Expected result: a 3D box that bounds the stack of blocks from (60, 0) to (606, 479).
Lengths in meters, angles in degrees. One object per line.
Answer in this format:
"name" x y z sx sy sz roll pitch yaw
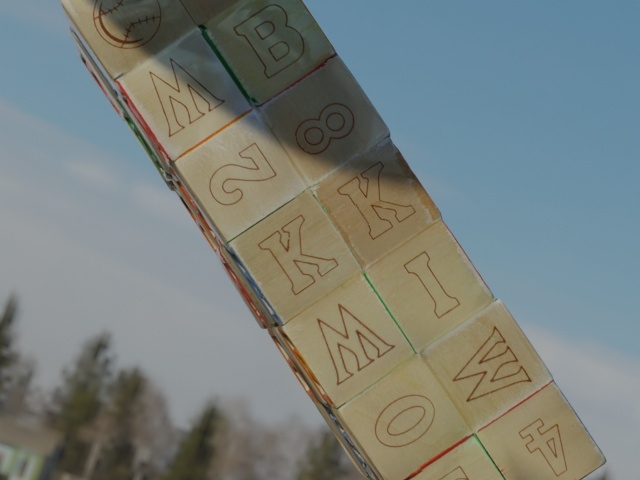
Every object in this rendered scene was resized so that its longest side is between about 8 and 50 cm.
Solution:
"stack of blocks" 0.000 0.000 0.926 0.297 0.087 0.171 56 -5 0
